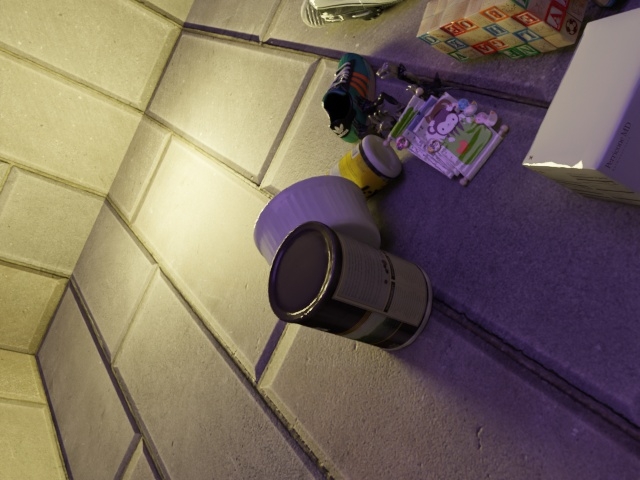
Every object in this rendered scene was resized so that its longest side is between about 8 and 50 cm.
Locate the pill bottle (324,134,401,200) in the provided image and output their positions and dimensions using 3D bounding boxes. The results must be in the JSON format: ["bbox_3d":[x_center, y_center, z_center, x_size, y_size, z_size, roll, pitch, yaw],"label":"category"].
[{"bbox_3d":[0.082,-0.146,1.519,0.208,0.119,0.119,-40,45,34],"label":"pill bottle"}]

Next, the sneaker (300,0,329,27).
[{"bbox_3d":[0.074,-0.790,1.867,0.366,0.135,0.150,-43,35,18],"label":"sneaker"}]

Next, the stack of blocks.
[{"bbox_3d":[0.353,-0.442,1.278,0.297,0.171,0.087,9,79,64],"label":"stack of blocks"}]

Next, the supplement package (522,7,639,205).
[{"bbox_3d":[0.472,-0.202,0.979,0.261,0.145,0.204,-66,15,3],"label":"supplement package"}]

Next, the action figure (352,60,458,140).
[{"bbox_3d":[0.177,-0.315,1.471,0.276,0.141,0.164,-11,63,53],"label":"action figure"}]

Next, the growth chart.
[{"bbox_3d":[0.263,-0.227,1.346,0.237,0.021,0.171,35,106,28],"label":"growth chart"}]

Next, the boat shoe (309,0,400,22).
[{"bbox_3d":[0.130,-0.666,1.733,0.335,0.119,0.121,8,65,34],"label":"boat shoe"}]

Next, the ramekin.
[{"bbox_3d":[0.000,0.000,1.430,0.277,0.277,0.135,-49,47,24],"label":"ramekin"}]

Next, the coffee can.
[{"bbox_3d":[0.063,0.098,1.287,0.202,0.275,0.201,-28,52,42],"label":"coffee can"}]

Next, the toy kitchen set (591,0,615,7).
[{"bbox_3d":[0.578,-0.425,1.081,0.122,0.166,0.207,-52,2,20],"label":"toy kitchen set"}]

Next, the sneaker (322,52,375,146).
[{"bbox_3d":[0.069,-0.389,1.659,0.108,0.121,0.302,-32,49,39],"label":"sneaker"}]
